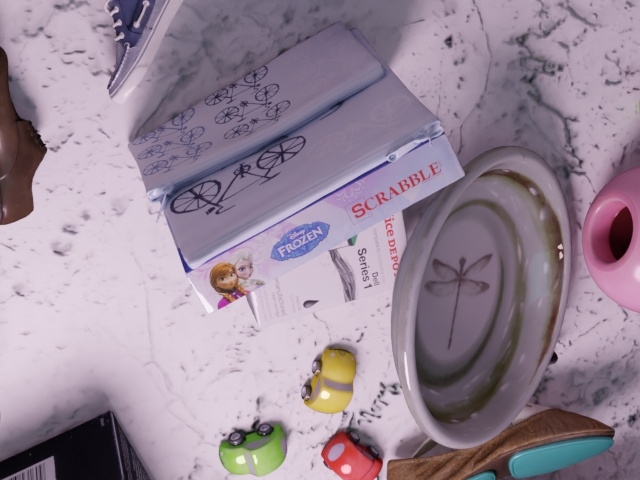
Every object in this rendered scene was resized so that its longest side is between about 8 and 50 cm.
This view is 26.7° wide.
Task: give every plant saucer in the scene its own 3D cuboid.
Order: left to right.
[{"bbox_3d":[0.194,0.069,1.777,0.400,0.101,0.400,-18,114,-48],"label":"plant saucer"}]

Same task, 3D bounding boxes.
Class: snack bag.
[{"bbox_3d":[-0.056,-0.118,1.538,0.323,0.342,0.037,-29,121,0],"label":"snack bag"}]

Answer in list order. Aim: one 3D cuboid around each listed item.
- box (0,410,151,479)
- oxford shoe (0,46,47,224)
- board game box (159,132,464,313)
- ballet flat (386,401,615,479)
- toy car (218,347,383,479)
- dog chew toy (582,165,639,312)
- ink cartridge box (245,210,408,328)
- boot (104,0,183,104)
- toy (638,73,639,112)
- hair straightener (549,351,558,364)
[{"bbox_3d":[-0.345,0.438,1.812,0.296,0.182,0.294,-24,118,-2],"label":"box"},{"bbox_3d":[-0.376,-0.129,1.602,0.096,0.083,0.227,-14,119,-35],"label":"oxford shoe"},{"bbox_3d":[-0.032,-0.083,1.576,0.319,0.318,0.066,-29,119,-2],"label":"board game box"},{"bbox_3d":[0.249,0.299,1.954,0.342,0.124,0.116,-22,149,-1],"label":"ballet flat"},{"bbox_3d":[-0.030,0.284,1.903,0.225,0.053,0.239,-18,118,-7],"label":"toy car"},{"bbox_3d":[0.525,0.009,1.857,0.332,0.206,0.206,9,112,-29],"label":"dog chew toy"},{"bbox_3d":[0.000,0.000,1.752,0.219,0.092,0.160,-17,119,-8],"label":"ink cartridge box"},{"bbox_3d":[-0.225,-0.259,1.585,0.086,0.069,0.190,26,97,-18],"label":"boot"},{"bbox_3d":[0.545,-0.206,1.833,0.237,0.056,0.137,-17,122,-2],"label":"toy"},{"bbox_3d":[0.233,0.195,1.939,0.230,0.047,0.089,-18,118,-7],"label":"hair straightener"}]
